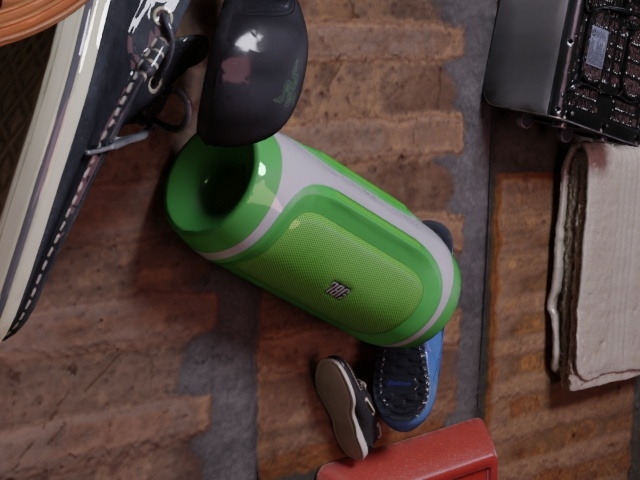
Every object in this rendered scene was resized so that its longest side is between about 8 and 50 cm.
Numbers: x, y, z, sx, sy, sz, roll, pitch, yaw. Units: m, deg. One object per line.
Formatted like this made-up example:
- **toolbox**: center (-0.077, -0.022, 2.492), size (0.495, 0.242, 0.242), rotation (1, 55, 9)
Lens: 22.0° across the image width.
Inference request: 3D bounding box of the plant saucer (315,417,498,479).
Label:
- **plant saucer**: center (0.101, 0.332, 1.685), size (0.259, 0.048, 0.258), rotation (-10, 104, -46)

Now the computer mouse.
- **computer mouse**: center (-0.043, -0.155, 1.301), size (0.272, 0.072, 0.188), rotation (-82, -174, -66)

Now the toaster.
- **toaster**: center (0.269, -0.199, 1.724), size (0.168, 0.110, 0.185), rotation (11, 89, -47)

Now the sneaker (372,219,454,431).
- **sneaker**: center (0.091, 0.086, 1.632), size (0.082, 0.069, 0.209), rotation (62, 36, -74)

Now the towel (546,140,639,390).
- **towel**: center (0.332, 0.026, 1.873), size (0.187, 0.049, 0.282), rotation (-5, 102, -47)

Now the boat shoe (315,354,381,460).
- **boat shoe**: center (0.030, 0.155, 1.582), size (0.038, 0.046, 0.125), rotation (-42, 127, -33)

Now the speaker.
- **speaker**: center (0.000, 0.000, 1.467), size (0.296, 0.131, 0.131), rotation (30, 75, -44)

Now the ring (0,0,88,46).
- **ring**: center (-0.272, -0.282, 1.104), size (0.337, 0.032, 0.336), rotation (5, 76, -19)

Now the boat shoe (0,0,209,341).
- **boat shoe**: center (-0.170, -0.138, 1.229), size (0.156, 0.187, 0.500), rotation (28, 71, -36)
